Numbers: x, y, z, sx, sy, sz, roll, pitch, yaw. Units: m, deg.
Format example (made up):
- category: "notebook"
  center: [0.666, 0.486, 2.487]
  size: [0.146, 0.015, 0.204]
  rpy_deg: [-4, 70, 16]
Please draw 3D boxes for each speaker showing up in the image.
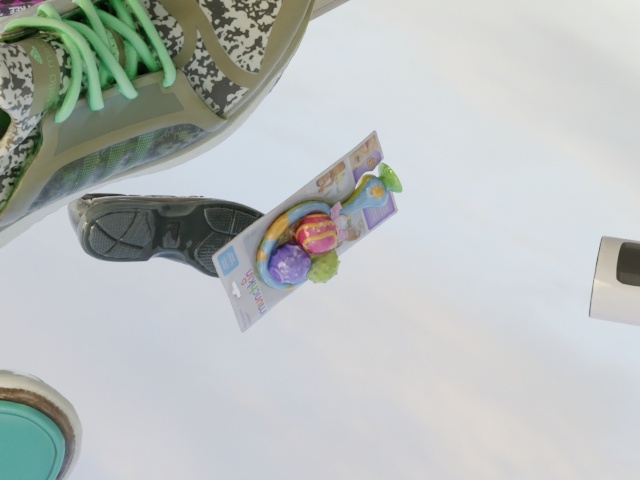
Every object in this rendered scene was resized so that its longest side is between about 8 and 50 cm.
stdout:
- category: "speaker"
  center: [0.239, 0.034, 1.018]
  size: [0.136, 0.055, 0.055]
  rpy_deg: [10, -164, 12]

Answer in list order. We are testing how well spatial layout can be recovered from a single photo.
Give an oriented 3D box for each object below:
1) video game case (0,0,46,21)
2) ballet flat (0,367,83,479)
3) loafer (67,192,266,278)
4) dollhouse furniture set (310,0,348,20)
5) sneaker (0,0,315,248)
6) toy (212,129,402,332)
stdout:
- category: "video game case"
  center: [-0.374, -0.162, 1.631]
  size: [0.232, 0.210, 0.042]
  rpy_deg: [-8, -128, -8]
- category: "ballet flat"
  center: [-0.312, 0.192, 1.278]
  size: [0.139, 0.400, 0.139]
  rpy_deg: [30, -145, -24]
- category: "loafer"
  center: [-0.162, -0.019, 1.871]
  size: [0.267, 0.096, 0.084]
  rpy_deg: [7, -157, -33]
- category: "dollhouse furniture set"
  center: [-0.084, -0.349, 1.433]
  size: [0.198, 0.286, 0.303]
  rpy_deg: [-30, -139, -16]
- category: "sneaker"
  center: [-0.167, -0.098, 1.062]
  size: [0.158, 0.410, 0.182]
  rpy_deg: [54, 172, 1]
- category: "toy"
  center: [0.000, 0.000, 1.798]
  size: [0.056, 0.237, 0.137]
  rpy_deg: [34, 155, 37]
